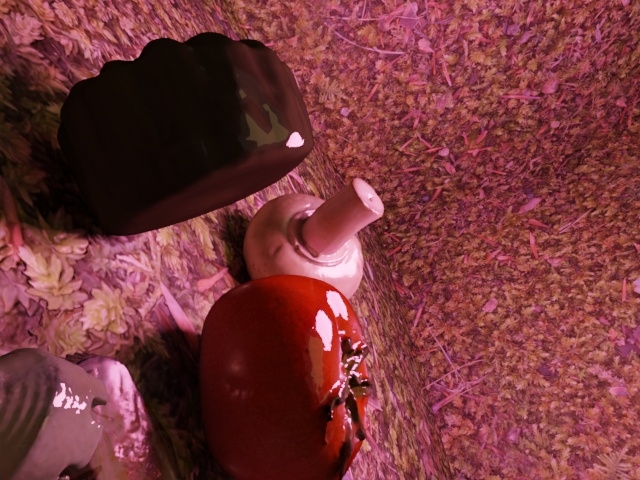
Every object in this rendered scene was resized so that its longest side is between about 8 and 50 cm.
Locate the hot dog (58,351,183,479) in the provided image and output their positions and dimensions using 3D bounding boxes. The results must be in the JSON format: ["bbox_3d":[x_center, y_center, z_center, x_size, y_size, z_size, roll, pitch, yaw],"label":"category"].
[{"bbox_3d":[-0.233,0.242,0.465,0.253,0.069,0.131,64,25,5],"label":"hot dog"}]

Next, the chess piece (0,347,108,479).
[{"bbox_3d":[-0.296,0.102,0.277,0.299,0.194,0.195,60,15,-51],"label":"chess piece"}]

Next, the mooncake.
[{"bbox_3d":[-0.191,-0.153,0.636,0.194,0.356,0.356,67,16,-4],"label":"mooncake"}]

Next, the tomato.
[{"bbox_3d":[-0.062,0.231,0.676,0.341,0.272,0.342,-9,90,-72],"label":"tomato"}]

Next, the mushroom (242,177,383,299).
[{"bbox_3d":[-0.017,0.006,1.031,0.315,0.356,0.315,41,-6,5],"label":"mushroom"}]
